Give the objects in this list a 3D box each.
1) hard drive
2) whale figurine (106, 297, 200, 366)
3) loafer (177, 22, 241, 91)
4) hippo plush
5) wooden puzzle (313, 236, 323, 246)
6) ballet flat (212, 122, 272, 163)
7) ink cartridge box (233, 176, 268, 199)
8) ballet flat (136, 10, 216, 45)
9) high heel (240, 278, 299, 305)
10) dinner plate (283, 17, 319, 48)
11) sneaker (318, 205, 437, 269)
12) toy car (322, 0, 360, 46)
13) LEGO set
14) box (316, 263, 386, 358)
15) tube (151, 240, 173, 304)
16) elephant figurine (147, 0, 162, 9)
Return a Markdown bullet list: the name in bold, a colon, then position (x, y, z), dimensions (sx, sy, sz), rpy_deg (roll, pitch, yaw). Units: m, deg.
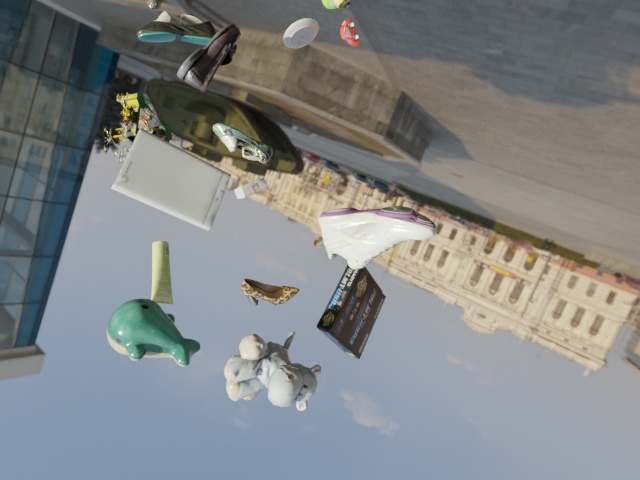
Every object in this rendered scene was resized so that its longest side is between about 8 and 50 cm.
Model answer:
- **hard drive**: position (-0.519, -0.213, 1.547), dimensions (0.353, 0.233, 0.047), rpy_deg (26, 161, -27)
- **whale figurine**: position (-0.490, 0.269, 1.290), dimensions (0.272, 0.141, 0.216), rpy_deg (25, -155, 3)
- **loafer**: position (-0.323, -0.562, 1.341), dimensions (0.095, 0.302, 0.109), rpy_deg (40, 142, -15)
- **hippo plush**: position (-0.136, 0.442, 1.349), dimensions (0.237, 0.234, 0.294), rpy_deg (30, -175, 32)
- **wooden puzzle**: position (0.000, 0.000, 1.406), dimensions (0.006, 0.049, 0.083), rpy_deg (53, -172, -14)
- **ballet flat**: position (-0.230, -0.280, 1.268), dimensions (0.188, 0.070, 0.070), rpy_deg (20, -172, -17)
- **ink cartridge box**: position (-0.304, -0.228, 1.893), dimensions (0.122, 0.052, 0.088), rpy_deg (-26, -168, -29)
- **ballet flat**: position (-0.521, -0.768, 1.571), dimensions (0.281, 0.096, 0.095), rpy_deg (-8, -176, -27)
- **high heel**: position (-0.245, 0.230, 2.087), dimensions (0.261, 0.186, 0.093), rpy_deg (-13, -136, 5)
- **dinner plate**: position (-0.068, -0.746, 1.572), dimensions (0.141, 0.141, 0.017), rpy_deg (3, -119, -64)
- **sneaker**: position (0.135, -0.005, 1.038), dimensions (0.305, 0.152, 0.114), rpy_deg (2, -168, 39)
- **toy car**: position (0.055, -0.824, 1.529), dimensions (0.225, 0.053, 0.239), rpy_deg (61, 179, 31)
- **LEGO set**: position (-0.757, -0.420, 1.737), dimensions (0.192, 0.254, 0.331), rpy_deg (-6, 166, 7)
- **box**: position (0.134, 0.277, 1.698), dimensions (0.073, 0.295, 0.293), rpy_deg (12, 153, 37)
- **tube**: position (-0.600, 0.122, 1.627), dimensions (0.070, 0.240, 0.062), rpy_deg (-5, 161, -14)
- **elephant figurine**: position (-0.573, -0.890, 1.457), dimensions (0.186, 0.239, 0.169), rpy_deg (8, 137, 34)
